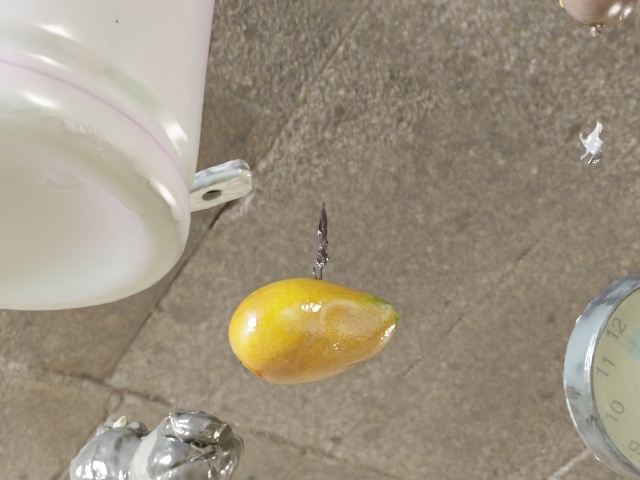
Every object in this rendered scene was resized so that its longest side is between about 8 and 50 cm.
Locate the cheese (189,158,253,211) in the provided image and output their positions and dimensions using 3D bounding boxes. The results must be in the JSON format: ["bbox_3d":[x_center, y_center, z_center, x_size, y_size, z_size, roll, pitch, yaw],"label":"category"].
[{"bbox_3d":[-0.162,-0.014,0.674,0.235,0.050,0.127,-21,160,-9],"label":"cheese"}]

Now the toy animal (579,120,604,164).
[{"bbox_3d":[0.352,-0.131,1.186,0.028,0.084,0.050,-1,114,11],"label":"toy animal"}]

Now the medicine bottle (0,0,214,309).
[{"bbox_3d":[-0.157,-0.141,0.499,0.202,0.316,0.202,1,150,1],"label":"medicine bottle"}]

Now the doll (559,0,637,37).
[{"bbox_3d":[0.407,-0.394,1.326,0.145,0.188,0.096,23,168,-37],"label":"doll"}]

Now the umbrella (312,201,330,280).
[{"bbox_3d":[0.001,0.002,0.977,0.013,0.122,0.022,-20,126,22],"label":"umbrella"}]

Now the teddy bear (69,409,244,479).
[{"bbox_3d":[-0.161,0.277,1.033,0.251,0.171,0.144,-17,172,39],"label":"teddy bear"}]

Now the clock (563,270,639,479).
[{"bbox_3d":[0.442,0.169,1.136,0.280,0.281,0.055,6,175,-11],"label":"clock"}]

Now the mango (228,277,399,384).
[{"bbox_3d":[-0.010,0.090,0.889,0.165,0.089,0.115,7,133,-36],"label":"mango"}]
